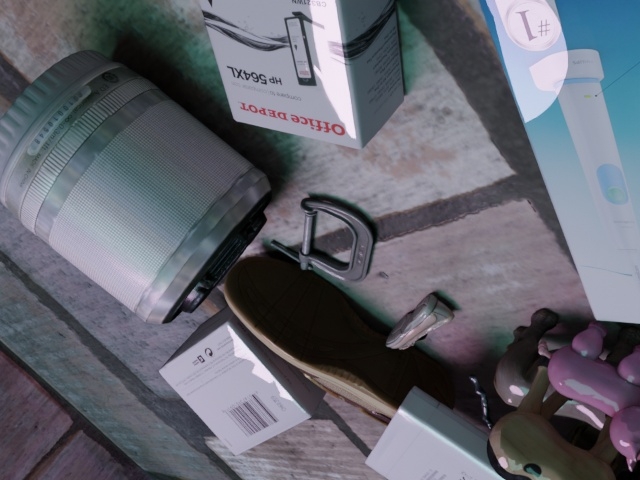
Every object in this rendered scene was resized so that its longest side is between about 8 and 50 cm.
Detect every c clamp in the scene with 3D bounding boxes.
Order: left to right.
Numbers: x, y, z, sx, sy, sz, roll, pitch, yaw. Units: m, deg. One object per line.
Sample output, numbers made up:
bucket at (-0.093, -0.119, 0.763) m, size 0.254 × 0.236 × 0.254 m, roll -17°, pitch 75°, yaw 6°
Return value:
c clamp at (0.000, 0.000, 0.899) m, size 0.137 × 0.022 × 0.160 m, roll 31°, pitch 147°, yaw 10°

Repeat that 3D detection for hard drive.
hard drive at (0.228, 0.325, 0.873) m, size 0.353 × 0.047 × 0.233 m, roll 33°, pitch 150°, yaw 12°

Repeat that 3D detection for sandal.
sandal at (0.329, 0.248, 0.868) m, size 0.072 × 0.049 × 0.180 m, roll 23°, pitch 145°, yaw 21°

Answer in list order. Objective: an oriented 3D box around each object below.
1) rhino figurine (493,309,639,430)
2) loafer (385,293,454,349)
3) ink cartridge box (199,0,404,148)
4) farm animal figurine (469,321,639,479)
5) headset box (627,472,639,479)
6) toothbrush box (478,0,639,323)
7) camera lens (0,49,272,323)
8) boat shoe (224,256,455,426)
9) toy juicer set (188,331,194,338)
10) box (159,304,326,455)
rhino figurine at (0.286, 0.142, 0.725) m, size 0.243 × 0.106 × 0.073 m, roll 8°, pitch 138°, yaw 37°
loafer at (0.121, 0.110, 0.904) m, size 0.039 × 0.045 × 0.125 m, roll 31°, pitch 145°, yaw -2°
ink cartridge box at (-0.019, -0.190, 0.623) m, size 0.148 × 0.086 × 0.203 m, roll 17°, pitch 141°, yaw 28°
farm animal figurine at (0.282, 0.220, 0.532) m, size 0.327 × 0.172 × 0.330 m, roll 42°, pitch 160°, yaw -4°
headset box at (0.507, 0.377, 0.801) m, size 0.293 × 0.110 × 0.218 m, roll -14°, pitch 122°, yaw 51°
toothbrush box at (0.257, -0.082, 0.459) m, size 0.216 × 0.126 × 0.295 m, roll 0°, pitch 131°, yaw 42°
camera lens at (-0.211, -0.056, 0.847) m, size 0.274 × 0.219 × 0.219 m, roll 39°, pitch 147°, yaw -3°
boat shoe at (0.012, 0.152, 0.992) m, size 0.342 × 0.123 × 0.123 m, roll 31°, pitch 146°, yaw -1°
toy juicer set at (-0.165, 0.256, 1.309) m, size 0.209 × 0.089 × 0.329 m, roll 37°, pitch 148°, yaw 0°
box at (-0.103, 0.190, 1.080) m, size 0.181 × 0.119 × 0.182 m, roll -36°, pitch 98°, yaw 35°
